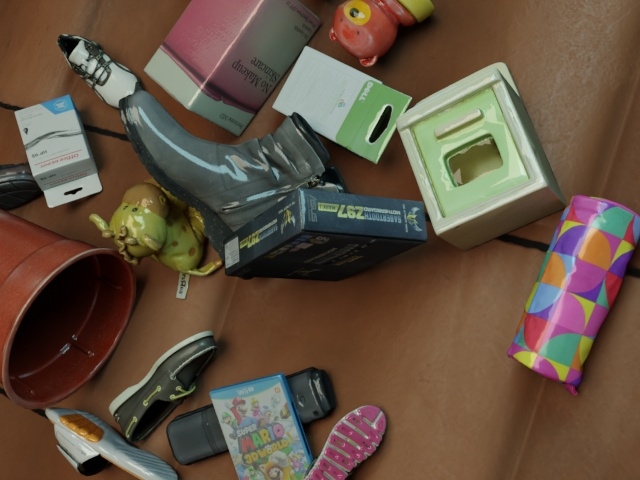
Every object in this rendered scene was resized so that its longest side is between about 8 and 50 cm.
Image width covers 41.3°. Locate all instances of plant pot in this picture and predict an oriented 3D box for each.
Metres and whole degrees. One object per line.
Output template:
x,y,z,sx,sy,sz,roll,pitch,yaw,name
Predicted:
-0.483,0.082,1.340,0.265,0.272,0.272,26,92,22,plant pot

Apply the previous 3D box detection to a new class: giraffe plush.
-0.262,-0.024,1.323,0.181,0.170,0.210,-13,73,25,giraffe plush

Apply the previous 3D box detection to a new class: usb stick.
-0.107,0.260,1.247,0.278,0.045,0.077,-23,72,22,usb stick

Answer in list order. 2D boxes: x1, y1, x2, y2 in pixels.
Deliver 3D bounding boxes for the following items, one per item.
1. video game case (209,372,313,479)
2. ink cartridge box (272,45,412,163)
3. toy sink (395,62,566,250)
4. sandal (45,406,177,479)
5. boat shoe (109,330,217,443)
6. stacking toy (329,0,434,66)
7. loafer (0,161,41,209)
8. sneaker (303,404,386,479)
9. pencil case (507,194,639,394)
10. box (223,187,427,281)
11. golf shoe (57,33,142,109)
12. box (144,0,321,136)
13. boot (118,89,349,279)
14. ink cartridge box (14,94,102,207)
-0.080,0.279,1.206,0.119,0.015,0.166,-17,94,22,video game case
0.040,-0.196,1.261,0.209,0.062,0.109,32,95,30,ink cartridge box
0.200,-0.129,1.119,0.152,0.131,0.234,-24,68,22,toy sink
-0.344,0.340,1.326,0.265,0.102,0.076,24,88,29,sandal
-0.232,0.226,1.307,0.227,0.081,0.069,-43,65,22,boat shoe
-0.014,-0.402,1.217,0.130,0.279,0.309,-50,57,8,stacking toy
-0.641,-0.102,1.589,0.302,0.109,0.095,-19,66,27,loafer
0.025,0.297,1.158,0.063,0.075,0.170,36,75,5,sneaker
0.311,0.063,1.038,0.104,0.104,0.236,23,92,30,pencil case
0.000,0.000,1.116,0.232,0.183,0.059,-27,64,56,box
-0.399,-0.301,1.507,0.198,0.094,0.077,39,97,28,golf shoe
-0.136,-0.305,1.331,0.127,0.148,0.232,42,100,29,box
-0.114,-0.126,1.240,0.222,0.118,0.338,-34,108,18,boot
-0.463,-0.159,1.504,0.104,0.060,0.180,-20,66,-9,ink cartridge box
